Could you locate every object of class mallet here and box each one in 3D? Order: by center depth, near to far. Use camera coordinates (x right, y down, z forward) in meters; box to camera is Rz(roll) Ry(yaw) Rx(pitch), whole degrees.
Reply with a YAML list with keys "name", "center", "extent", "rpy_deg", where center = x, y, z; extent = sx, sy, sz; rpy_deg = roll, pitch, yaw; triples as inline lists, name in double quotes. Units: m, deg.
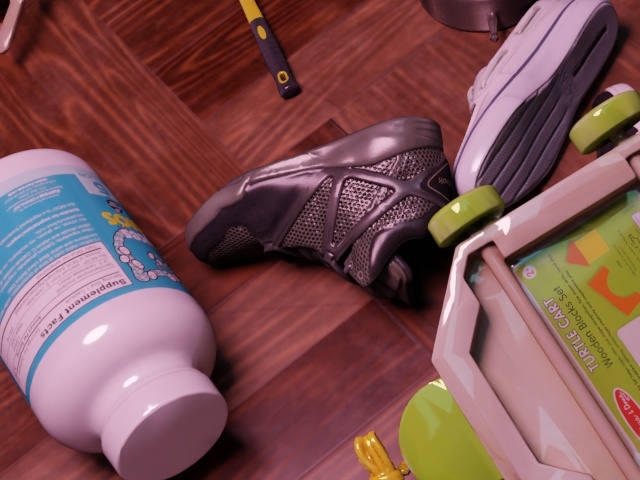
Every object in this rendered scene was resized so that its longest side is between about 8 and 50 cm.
- name: "mallet"
  center: [-0.051, -0.207, 1.300]
  extent: [0.062, 0.039, 0.189]
  rpy_deg: [-32, 59, -1]

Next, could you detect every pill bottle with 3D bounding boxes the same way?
- name: "pill bottle"
  center: [-0.175, 0.059, 1.092]
  extent: [0.146, 0.146, 0.264]
  rpy_deg: [-36, 56, -8]

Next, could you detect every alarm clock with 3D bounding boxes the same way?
- name: "alarm clock"
  center: [0.131, -0.260, 1.265]
  extent: [0.129, 0.064, 0.192]
  rpy_deg: [-38, 53, -10]

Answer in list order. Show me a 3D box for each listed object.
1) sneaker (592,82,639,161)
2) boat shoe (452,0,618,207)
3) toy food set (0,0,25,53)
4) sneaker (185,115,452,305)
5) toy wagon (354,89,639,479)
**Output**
- name: "sneaker"
  center: [0.206, -0.019, 1.072]
  extent: [0.121, 0.079, 0.217]
  rpy_deg: [-16, 56, 4]
- name: "boat shoe"
  center: [0.159, -0.110, 1.158]
  extent: [0.076, 0.083, 0.226]
  rpy_deg: [14, 52, 40]
- name: "toy food set"
  center: [-0.353, -0.231, 1.388]
  extent: [0.218, 0.071, 0.128]
  rpy_deg: [8, 84, 23]
- name: "sneaker"
  center: [0.000, 0.000, 1.113]
  extent: [0.227, 0.087, 0.130]
  rpy_deg: [-19, 71, 19]
- name: "toy wagon"
  center: [0.181, 0.074, 0.977]
  extent: [0.344, 0.068, 0.267]
  rpy_deg: [-33, 78, 5]
